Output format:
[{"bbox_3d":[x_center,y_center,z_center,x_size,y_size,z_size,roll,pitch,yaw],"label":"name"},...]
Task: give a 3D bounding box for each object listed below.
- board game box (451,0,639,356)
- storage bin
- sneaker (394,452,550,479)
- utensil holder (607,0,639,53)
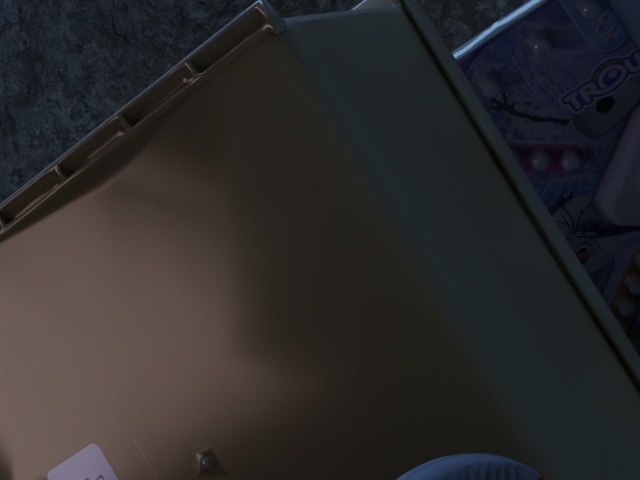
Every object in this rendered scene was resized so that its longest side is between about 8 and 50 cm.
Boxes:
[{"bbox_3d":[0.266,-0.047,1.016,0.390,0.050,0.390,-32,-48,15],"label":"board game box"},{"bbox_3d":[-0.019,0.075,0.597,0.260,0.262,0.123,-34,-5,28],"label":"storage bin"},{"bbox_3d":[-0.061,0.168,0.390,0.321,0.125,0.180,-9,-24,-43],"label":"sneaker"},{"bbox_3d":[0.287,-0.165,0.682,0.327,0.385,0.327,-31,-7,-4],"label":"utensil holder"}]
